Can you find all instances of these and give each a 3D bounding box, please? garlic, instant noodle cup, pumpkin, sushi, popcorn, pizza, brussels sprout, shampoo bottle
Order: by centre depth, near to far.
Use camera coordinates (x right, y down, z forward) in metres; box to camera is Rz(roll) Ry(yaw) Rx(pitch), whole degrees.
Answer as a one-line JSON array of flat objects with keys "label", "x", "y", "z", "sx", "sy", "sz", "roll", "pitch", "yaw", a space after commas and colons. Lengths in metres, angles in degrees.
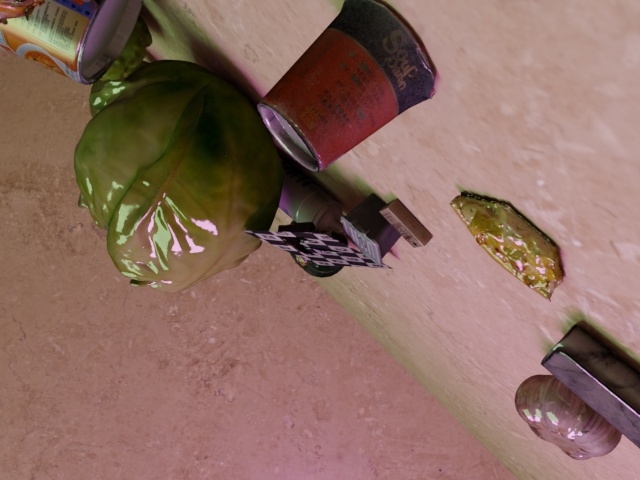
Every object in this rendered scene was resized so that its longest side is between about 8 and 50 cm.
[{"label": "instant noodle cup", "x": 0.018, "y": -0.140, "z": 0.572, "sx": 0.127, "sy": 0.135, "sz": 0.127, "roll": 45, "pitch": 172, "yaw": 8}, {"label": "pizza", "x": 0.209, "y": 0.004, "z": 0.670, "sx": 0.160, "sy": 0.036, "sz": 0.099, "roll": 44, "pitch": 171, "yaw": 9}, {"label": "garlic", "x": 0.363, "y": 0.249, "z": 0.874, "sx": 0.159, "sy": 0.102, "sz": 0.147, "roll": 35, "pitch": 159, "yaw": -9}, {"label": "instant noodle cup", "x": -0.448, "y": -0.423, "z": 1.026, "sx": 0.213, "sy": 0.297, "sz": 0.296, "roll": 28, "pitch": 174, "yaw": -8}, {"label": "sushi", "x": 0.000, "y": 0.000, "z": 1.140, "sx": 0.192, "sy": 0.043, "sz": 0.279, "roll": 2, "pitch": 166, "yaw": 34}, {"label": "brussels sprout", "x": -0.260, "y": -0.142, "z": 1.149, "sx": 0.361, "sy": 0.342, "sz": 0.426, "roll": -31, "pitch": 88, "yaw": 46}, {"label": "shampoo bottle", "x": -0.051, "y": -0.095, "z": 1.262, "sx": 0.303, "sy": 0.092, "sz": 0.092, "roll": 41, "pitch": 170, "yaw": 30}, {"label": "popcorn", "x": -0.475, "y": -0.460, "z": 1.273, "sx": 0.256, "sy": 0.194, "sz": 0.255, "roll": 63, "pitch": 167, "yaw": 6}, {"label": "pumpkin", "x": -0.008, "y": 0.011, "z": 1.436, "sx": 0.167, "sy": 0.125, "sz": 0.167, "roll": 49, "pitch": 169, "yaw": 13}]

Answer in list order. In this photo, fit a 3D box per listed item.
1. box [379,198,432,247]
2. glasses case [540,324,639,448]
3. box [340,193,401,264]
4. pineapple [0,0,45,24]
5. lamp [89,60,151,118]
[{"label": "box", "x": 0.133, "y": -0.026, "z": 0.936, "sx": 0.083, "sy": 0.024, "sz": 0.053, "roll": 48, "pitch": 171, "yaw": -3}, {"label": "glasses case", "x": 0.401, "y": 0.224, "z": 0.701, "sx": 0.299, "sy": 0.060, "sz": 0.114, "roll": 42, "pitch": 171, "yaw": 23}, {"label": "box", "x": 0.090, "y": -0.021, "z": 1.016, "sx": 0.084, "sy": 0.069, "sz": 0.122, "roll": 41, "pitch": 171, "yaw": 20}, {"label": "pineapple", "x": -0.435, "y": -0.442, "z": 0.707, "sx": 0.352, "sy": 0.352, "sz": 0.300, "roll": 40, "pitch": 177, "yaw": 33}, {"label": "lamp", "x": -0.499, "y": -0.379, "z": 1.623, "sx": 0.250, "sy": 0.250, "sz": 0.284, "roll": 46, "pitch": 163, "yaw": -6}]
